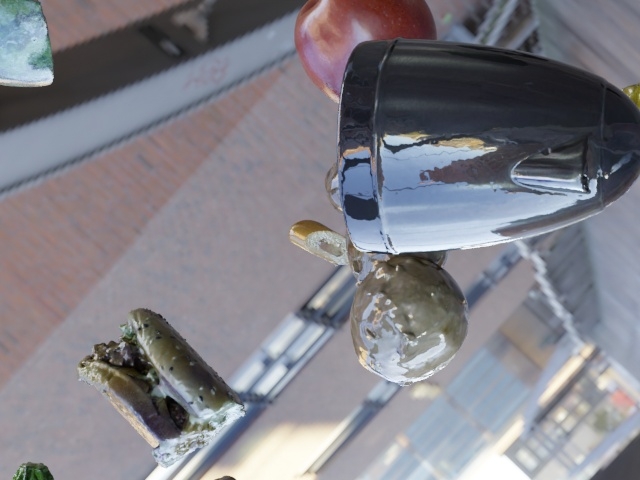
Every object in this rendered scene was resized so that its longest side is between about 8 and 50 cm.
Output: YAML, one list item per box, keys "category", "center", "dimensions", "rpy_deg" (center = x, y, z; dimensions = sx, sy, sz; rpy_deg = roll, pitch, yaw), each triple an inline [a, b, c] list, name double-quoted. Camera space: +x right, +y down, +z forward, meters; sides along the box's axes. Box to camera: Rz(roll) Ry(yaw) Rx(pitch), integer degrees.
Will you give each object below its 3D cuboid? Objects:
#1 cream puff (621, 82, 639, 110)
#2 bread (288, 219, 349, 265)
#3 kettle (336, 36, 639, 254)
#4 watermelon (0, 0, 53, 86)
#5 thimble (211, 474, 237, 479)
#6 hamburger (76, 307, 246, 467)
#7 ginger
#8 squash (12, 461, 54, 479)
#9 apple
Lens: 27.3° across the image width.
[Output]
- category: "cream puff"
  center: [0.508, -0.189, 1.877]
  dimensions: [0.146, 0.116, 0.146]
  rpy_deg: [21, -137, -21]
- category: "bread"
  center: [0.001, 0.000, 2.062]
  dimensions: [0.103, 0.049, 0.062]
  rpy_deg: [26, -179, 41]
- category: "kettle"
  center: [0.174, -0.083, 1.250]
  dimensions: [0.271, 0.207, 0.251]
  rpy_deg: [1, 167, 17]
- category: "watermelon"
  center: [-0.542, -0.350, 2.117]
  dimensions: [0.260, 0.256, 0.176]
  rpy_deg: [1, -115, -27]
- category: "thimble"
  center: [-0.138, 0.311, 1.117]
  dimensions: [0.148, 0.229, 0.196]
  rpy_deg: [59, 171, 0]
- category: "hamburger"
  center: [-0.292, 0.267, 2.384]
  dimensions: [0.277, 0.195, 0.318]
  rpy_deg: [48, 172, 6]
- category: "ginger"
  center: [0.095, 0.035, 1.699]
  dimensions: [0.244, 0.155, 0.304]
  rpy_deg: [42, -152, -59]
- category: "squash"
  center: [-0.339, 0.378, 1.603]
  dimensions: [0.077, 0.219, 0.068]
  rpy_deg: [-9, -177, -32]
- category: "apple"
  center: [0.069, -0.316, 2.054]
  dimensions: [0.201, 0.218, 0.218]
  rpy_deg: [42, -177, -12]
